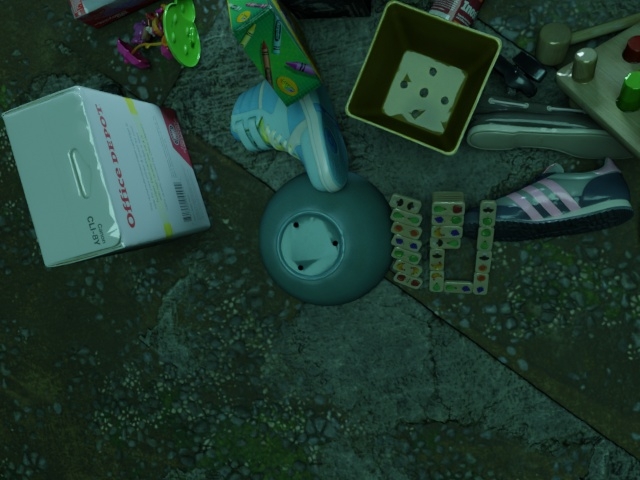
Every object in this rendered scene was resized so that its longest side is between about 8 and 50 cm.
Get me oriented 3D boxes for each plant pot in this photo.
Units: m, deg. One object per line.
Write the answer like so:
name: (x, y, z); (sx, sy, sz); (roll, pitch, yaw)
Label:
plant pot: (0.000, 0.000, 1.234); (0.290, 0.195, 0.290); (1, 95, 11)
plant pot: (0.192, -0.289, 1.173); (0.212, 0.187, 0.212); (23, 98, 8)

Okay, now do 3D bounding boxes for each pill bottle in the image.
pill bottle: (0.266, -0.459, 1.194); (0.086, 0.086, 0.152); (29, 100, 7)

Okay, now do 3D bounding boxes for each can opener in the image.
can opener: (0.344, -0.334, 1.183); (0.073, 0.059, 0.186); (-45, 56, 7)

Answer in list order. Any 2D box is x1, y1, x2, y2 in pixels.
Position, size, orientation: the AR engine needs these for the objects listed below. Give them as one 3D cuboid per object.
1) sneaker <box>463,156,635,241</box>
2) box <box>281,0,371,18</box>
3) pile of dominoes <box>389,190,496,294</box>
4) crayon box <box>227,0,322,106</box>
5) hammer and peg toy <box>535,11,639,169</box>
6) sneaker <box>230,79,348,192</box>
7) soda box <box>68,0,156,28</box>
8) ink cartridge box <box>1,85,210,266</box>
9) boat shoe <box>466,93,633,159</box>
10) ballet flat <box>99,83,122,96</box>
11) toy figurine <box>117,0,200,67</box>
sneaker: (0.421, -0.077, 1.208); (0.318, 0.112, 0.131); (-6, 67, 15)
box: (0.013, -0.492, 1.205); (0.158, 0.156, 0.093); (3, 97, 11)
pile of dominoes: (0.231, 0.019, 1.201); (0.195, 0.040, 0.251); (1, 129, 10)
crayon box: (-0.092, -0.386, 1.153); (0.081, 0.278, 0.165); (-31, 128, 12)
hammer and peg toy: (0.549, -0.302, 1.056); (0.265, 0.127, 0.361); (-30, 59, -2)
sneaker: (-0.071, -0.197, 1.233); (0.208, 0.127, 0.319); (-24, 57, 17)
soda box: (-0.396, -0.542, 1.312); (0.263, 0.092, 0.084); (-19, 92, 12)
ink cartridge box: (-0.387, -0.119, 1.200); (0.160, 0.384, 0.279); (-16, 92, 12)
boat shoe: (0.442, -0.221, 1.170); (0.335, 0.112, 0.096); (6, 73, 7)
ballet flat: (-0.504, -0.280, 1.389); (0.173, 0.049, 0.057); (-36, 133, 13)
toy figurine: (-0.353, -0.433, 1.316); (0.159, 0.130, 0.173); (-6, 72, 21)
